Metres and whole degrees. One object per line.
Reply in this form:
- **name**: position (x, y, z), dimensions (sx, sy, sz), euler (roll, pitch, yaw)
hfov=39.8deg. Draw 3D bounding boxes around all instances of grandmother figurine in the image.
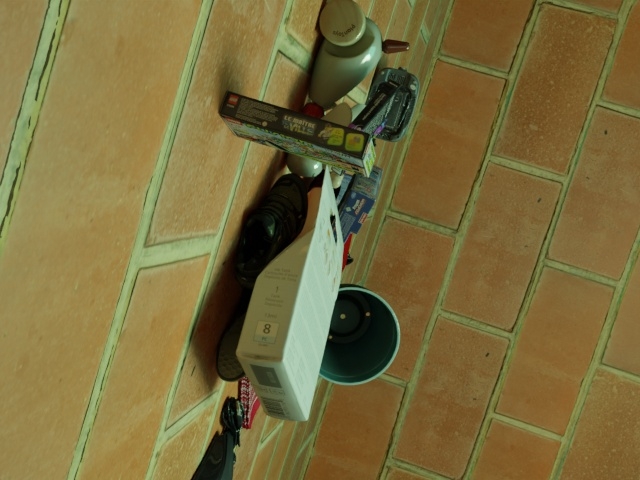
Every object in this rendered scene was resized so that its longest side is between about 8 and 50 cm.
- **grandmother figurine**: position (-0.003, -0.091, 1.876), dimensions (0.208, 0.104, 0.342), euler (-39, -156, 51)

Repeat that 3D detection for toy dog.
- **toy dog**: position (0.057, -0.274, 1.630), dimensions (0.220, 0.161, 0.333), euler (-54, 160, -60)

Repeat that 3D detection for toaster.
- **toaster**: position (0.192, -0.356, 2.389), dimensions (0.146, 0.129, 0.227), euler (-40, 146, -77)

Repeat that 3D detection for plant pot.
- **plant pot**: position (0.074, 0.241, 2.497), dimensions (0.255, 0.272, 0.271), euler (-106, -147, -82)

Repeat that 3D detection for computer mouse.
- **computer mouse**: position (-0.206, 0.473, 1.814), dimensions (0.188, 0.072, 0.272), euler (98, 13, -51)

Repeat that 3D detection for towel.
- **towel**: position (-0.136, 0.287, 2.002), dimensions (0.275, 0.031, 0.199), euler (97, 13, -49)

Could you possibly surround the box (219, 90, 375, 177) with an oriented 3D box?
- **box**: position (-0.029, -0.146, 1.227), dimensions (0.114, 0.207, 0.036), euler (52, 57, -78)

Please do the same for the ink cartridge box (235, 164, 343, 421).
- **ink cartridge box**: position (-0.043, 0.098, 1.604), dimensions (0.308, 0.091, 0.385), euler (76, 23, -60)

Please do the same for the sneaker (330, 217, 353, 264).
- **sneaker**: position (0.047, 0.032, 2.374), dimensions (0.084, 0.097, 0.234), euler (92, 19, -62)

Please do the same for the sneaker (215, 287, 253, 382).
- **sneaker**: position (-0.127, 0.188, 1.681), dimensions (0.163, 0.086, 0.226), euler (86, 22, -60)

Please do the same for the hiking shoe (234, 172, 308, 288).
- **hiking shoe**: position (-0.080, -0.028, 1.535), dimensions (0.114, 0.086, 0.226), euler (94, 17, -68)

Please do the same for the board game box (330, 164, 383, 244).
- **board game box**: position (0.076, -0.082, 1.944), dimensions (0.194, 0.060, 0.194), euler (-62, -177, 39)

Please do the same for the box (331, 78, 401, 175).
- **box**: position (0.082, -0.203, 1.587), dimensions (0.162, 0.029, 0.116), euler (-49, 168, -30)

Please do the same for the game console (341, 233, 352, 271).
- **game console**: position (0.016, 0.042, 2.234), dimensions (0.085, 0.124, 0.144), euler (-95, -168, -48)

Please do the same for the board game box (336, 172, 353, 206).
- **board game box**: position (0.055, -0.118, 2.147), dimensions (0.020, 0.090, 0.090), euler (-35, 141, -72)
